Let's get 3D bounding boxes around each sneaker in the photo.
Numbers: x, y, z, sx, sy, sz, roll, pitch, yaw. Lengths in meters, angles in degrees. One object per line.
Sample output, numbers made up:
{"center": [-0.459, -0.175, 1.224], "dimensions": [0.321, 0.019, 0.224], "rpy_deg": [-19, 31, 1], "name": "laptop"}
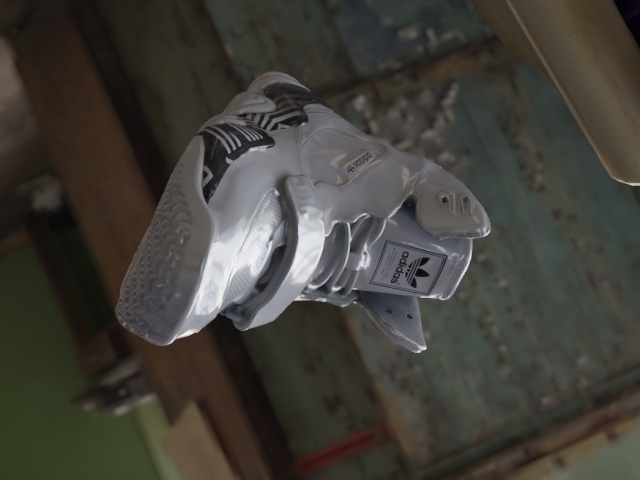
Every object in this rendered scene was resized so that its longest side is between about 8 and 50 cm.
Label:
{"center": [0.000, 0.000, 1.235], "dimensions": [0.137, 0.210, 0.366], "rpy_deg": [-64, 178, 24], "name": "sneaker"}

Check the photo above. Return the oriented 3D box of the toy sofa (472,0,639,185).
{"center": [0.194, -0.180, 0.512], "dimensions": [0.362, 0.150, 0.177], "rpy_deg": [-37, -142, 0], "name": "toy sofa"}
